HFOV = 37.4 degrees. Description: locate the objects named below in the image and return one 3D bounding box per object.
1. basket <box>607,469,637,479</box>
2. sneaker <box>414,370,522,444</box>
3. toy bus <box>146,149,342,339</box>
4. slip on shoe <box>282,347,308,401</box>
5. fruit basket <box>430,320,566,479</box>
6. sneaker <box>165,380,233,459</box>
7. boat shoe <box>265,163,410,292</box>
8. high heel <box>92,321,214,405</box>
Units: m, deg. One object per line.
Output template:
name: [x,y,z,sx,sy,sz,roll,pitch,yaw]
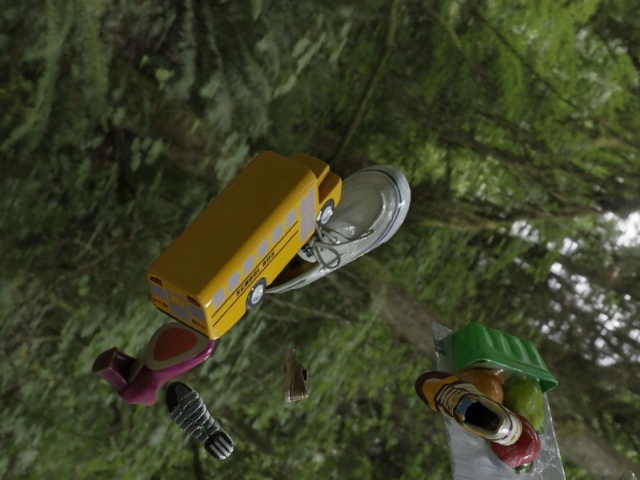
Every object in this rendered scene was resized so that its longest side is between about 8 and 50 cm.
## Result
basket: [0.541,0.505,1.714,0.113,0.103,0.167,-34,173,19]
sneaker: [0.215,0.245,1.435,0.084,0.185,0.069,34,80,-56]
toy bus: [-0.098,-0.013,1.339,0.332,0.108,0.130,-50,154,-32]
slip on shoe: [-0.041,0.229,1.613,0.135,0.041,0.051,-89,176,-69]
fruit basket: [0.352,0.357,1.896,0.165,0.327,0.353,-35,-134,44]
sneaker: [-0.307,0.444,2.361,0.086,0.228,0.132,-37,-175,-5]
boat shoe: [-0.005,-0.007,1.662,0.367,0.136,0.156,-33,174,39]
high heel: [-0.328,0.284,2.096,0.377,0.181,0.127,-14,-134,41]
